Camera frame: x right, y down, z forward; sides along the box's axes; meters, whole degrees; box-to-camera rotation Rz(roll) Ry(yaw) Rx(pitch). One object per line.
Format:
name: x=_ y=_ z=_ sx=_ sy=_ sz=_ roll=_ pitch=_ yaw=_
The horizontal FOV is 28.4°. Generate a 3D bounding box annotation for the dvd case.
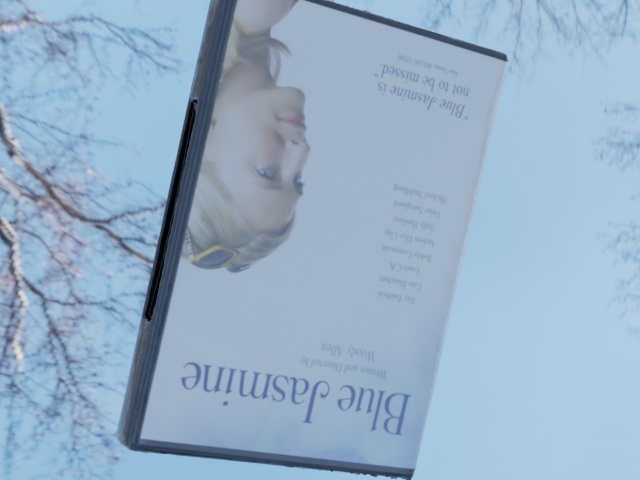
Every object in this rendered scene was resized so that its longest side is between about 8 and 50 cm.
dvd case: x=0.000 y=0.000 z=0.691 sx=0.180 sy=0.022 sz=0.253 roll=11 pitch=-87 yaw=-28
